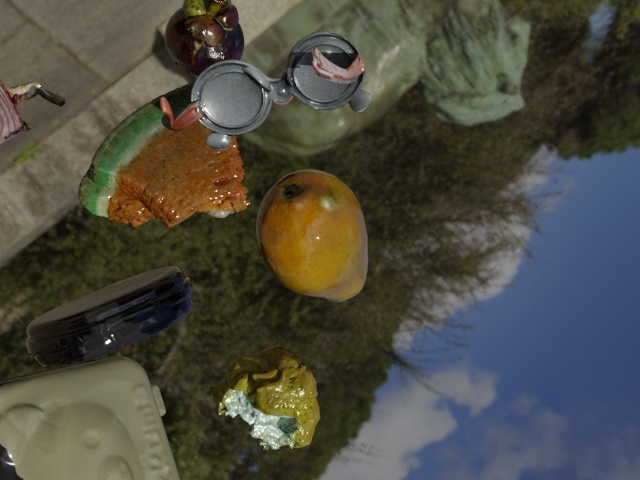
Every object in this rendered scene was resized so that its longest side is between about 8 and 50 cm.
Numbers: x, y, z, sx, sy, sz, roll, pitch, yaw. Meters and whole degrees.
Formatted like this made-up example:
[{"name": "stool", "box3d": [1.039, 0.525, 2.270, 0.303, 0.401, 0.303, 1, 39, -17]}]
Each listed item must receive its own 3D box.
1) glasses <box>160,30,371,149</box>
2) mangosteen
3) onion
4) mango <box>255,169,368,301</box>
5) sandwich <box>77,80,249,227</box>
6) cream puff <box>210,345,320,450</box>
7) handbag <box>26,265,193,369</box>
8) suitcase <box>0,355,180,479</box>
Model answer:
[{"name": "glasses", "box3d": [-0.065, -0.158, 1.000, 0.234, 0.118, 0.268, -13, -163, 11]}, {"name": "mangosteen", "box3d": [-0.227, -0.423, 1.743, 0.172, 0.172, 0.184, -57, 173, -78]}, {"name": "onion", "box3d": [-0.655, -0.232, 1.476, 0.256, 0.230, 0.272, -21, -157, 27]}, {"name": "mango", "box3d": [0.000, 0.000, 1.478, 0.173, 0.211, 0.317, -8, 156, 16]}, {"name": "sandwich", "box3d": [-0.219, -0.117, 1.279, 0.292, 0.212, 0.109, -20, 161, -19]}, {"name": "cream puff", "box3d": [-0.059, 0.210, 1.161, 0.156, 0.156, 0.121, -35, -159, 43]}, {"name": "handbag", "box3d": [-0.370, 0.138, 1.533, 0.308, 0.093, 0.254, -24, -170, -28]}, {"name": "suitcase", "box3d": [-0.329, 0.334, 1.051, 0.339, 0.351, 0.194, -8, 161, -42]}]
